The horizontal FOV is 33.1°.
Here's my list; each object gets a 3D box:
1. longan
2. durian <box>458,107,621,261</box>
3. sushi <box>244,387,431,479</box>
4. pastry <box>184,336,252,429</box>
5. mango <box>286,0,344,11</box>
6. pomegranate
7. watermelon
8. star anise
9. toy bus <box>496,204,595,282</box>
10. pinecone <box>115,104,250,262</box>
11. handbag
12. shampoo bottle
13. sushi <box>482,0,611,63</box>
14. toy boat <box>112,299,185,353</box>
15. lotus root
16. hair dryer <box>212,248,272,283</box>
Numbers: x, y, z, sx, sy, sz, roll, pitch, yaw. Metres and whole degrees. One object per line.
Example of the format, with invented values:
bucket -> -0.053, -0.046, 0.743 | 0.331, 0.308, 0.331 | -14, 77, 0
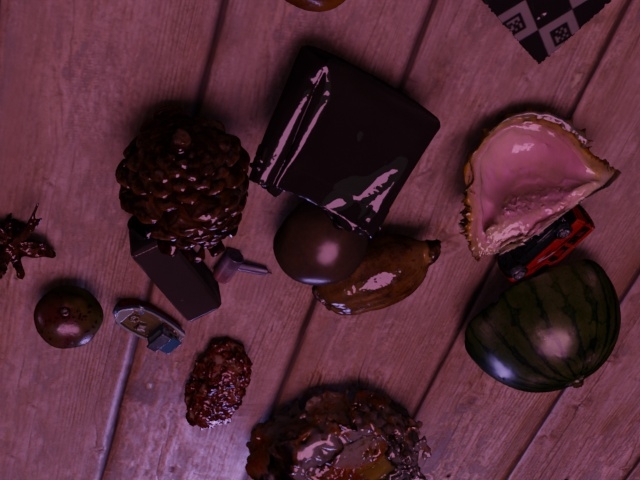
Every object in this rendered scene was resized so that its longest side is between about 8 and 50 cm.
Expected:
longan -> 0.000, 0.000, 1.929 | 0.187, 0.167, 0.167 | -15, 141, 41
durian -> 0.357, -0.132, 1.915 | 0.305, 0.185, 0.195 | -28, 112, 7
sushi -> 0.048, 0.491, 2.378 | 0.417, 0.176, 0.417 | -6, 125, -9
pastry -> -0.209, 0.296, 2.197 | 0.115, 0.097, 0.208 | 6, 129, -31
mango -> -0.022, -0.478, 1.519 | 0.193, 0.146, 0.316 | -16, 119, 0
pomegranate -> -0.464, 0.146, 1.983 | 0.130, 0.130, 0.130 | -7, 132, -7
watermelon -> 0.469, 0.205, 2.177 | 0.331, 0.189, 0.331 | -17, 140, -15
star anise -> -0.518, 0.008, 1.844 | 0.158, 0.144, 0.140 | -21, 106, -34
toy bus -> 0.435, 0.004, 2.096 | 0.089, 0.081, 0.195 | 21, 123, -40
pinecone -> -0.221, -0.092, 1.762 | 0.224, 0.224, 0.272 | -10, 153, -4
handbag -> 0.034, -0.156, 1.773 | 0.285, 0.113, 0.257 | 25, 93, -36
shampoo bottle -> -0.271, 0.041, 1.960 | 0.079, 0.080, 0.246 | -26, 132, 8
sushi -> 0.356, -0.487, 1.653 | 0.320, 0.069, 0.339 | -44, 127, 14
toy boat -> -0.333, 0.164, 2.069 | 0.069, 0.059, 0.173 | -38, 129, 20
lotus root -> 0.110, 0.059, 2.029 | 0.260, 0.128, 0.145 | -24, 158, 7
hair dryer -> -0.141, 0.056, 2.038 | 0.114, 0.037, 0.063 | 12, 129, -32
